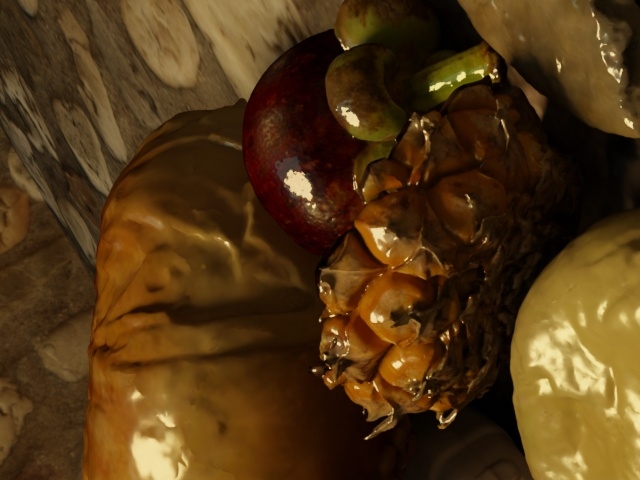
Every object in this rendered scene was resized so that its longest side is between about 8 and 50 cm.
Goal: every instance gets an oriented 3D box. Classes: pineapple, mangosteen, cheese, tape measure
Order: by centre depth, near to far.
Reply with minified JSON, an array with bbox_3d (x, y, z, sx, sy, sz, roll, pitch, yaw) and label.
[{"bbox_3d":[0.199,0.096,0.618,0.214,0.117,0.225,27,139,49],"label":"cheese"},{"bbox_3d":[0.081,0.017,0.673,0.076,0.225,0.224,29,148,32],"label":"pineapple"},{"bbox_3d":[0.029,-0.068,0.745,0.155,0.146,0.181,62,162,1],"label":"mangosteen"},{"bbox_3d":[0.120,0.228,1.029,0.236,0.120,0.197,11,126,63],"label":"tape measure"}]

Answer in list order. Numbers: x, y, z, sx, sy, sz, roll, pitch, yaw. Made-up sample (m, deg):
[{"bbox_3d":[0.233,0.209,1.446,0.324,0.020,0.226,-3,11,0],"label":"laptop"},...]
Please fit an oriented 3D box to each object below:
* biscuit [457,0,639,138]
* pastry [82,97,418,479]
[{"bbox_3d":[0.090,-0.165,0.613,0.250,0.032,0.133,64,161,-17],"label":"biscuit"},{"bbox_3d":[-0.054,0.100,0.945,0.409,0.245,0.409,-176,90,-81],"label":"pastry"}]
